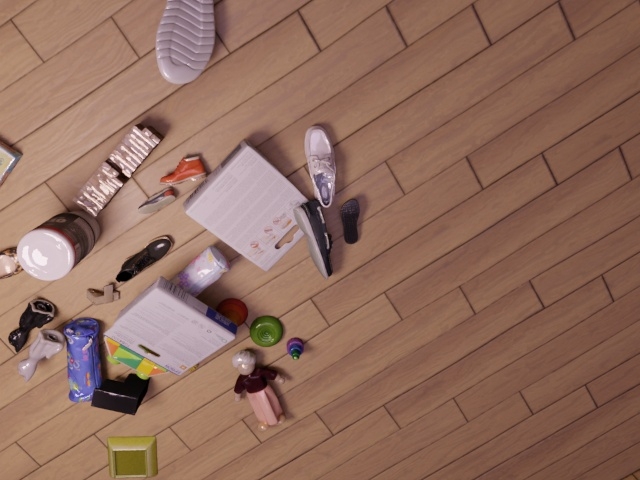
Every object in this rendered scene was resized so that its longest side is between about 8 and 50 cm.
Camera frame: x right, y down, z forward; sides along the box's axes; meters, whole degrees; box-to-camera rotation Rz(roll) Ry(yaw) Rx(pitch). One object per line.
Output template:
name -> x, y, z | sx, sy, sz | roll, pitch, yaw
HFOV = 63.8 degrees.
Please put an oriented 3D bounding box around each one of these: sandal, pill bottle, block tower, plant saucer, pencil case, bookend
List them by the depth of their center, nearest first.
sandal -> -0.402, -0.677, 1.557 | 0.169, 0.102, 0.417 | 8, 94, -24
pill bottle -> -0.811, 0.003, 1.620 | 0.161, 0.283, 0.161 | -2, 107, -5
block tower -> -0.653, -0.234, 1.666 | 0.091, 0.097, 0.335 | 41, 97, -16
pencil case -> -0.441, 0.137, 1.787 | 0.273, 0.124, 0.113 | -40, 106, 6
sandal -> 0.105, -0.071, 1.831 | 0.067, 0.040, 0.179 | -2, 122, 0
pencil case -> -0.841, 0.431, 1.833 | 0.119, 0.133, 0.306 | -13, 115, -44
bookend -> -0.724, 0.547, 1.871 | 0.157, 0.156, 0.072 | 14, 105, -7
plant saucer -> -0.744, 0.865, 2.022 | 0.188, 0.045, 0.189 | 1, 107, -7

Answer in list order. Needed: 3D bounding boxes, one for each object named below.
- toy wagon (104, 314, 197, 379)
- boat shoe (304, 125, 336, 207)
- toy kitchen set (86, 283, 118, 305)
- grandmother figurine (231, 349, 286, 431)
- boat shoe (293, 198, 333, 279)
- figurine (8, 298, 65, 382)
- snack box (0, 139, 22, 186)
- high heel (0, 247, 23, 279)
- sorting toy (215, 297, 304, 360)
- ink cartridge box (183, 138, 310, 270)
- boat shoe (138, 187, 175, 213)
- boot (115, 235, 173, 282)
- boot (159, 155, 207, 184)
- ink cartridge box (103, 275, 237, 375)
toy wagon -> -0.600, 0.387, 1.876 | 0.344, 0.068, 0.267 | 34, 101, -15
boat shoe -> 0.009, -0.246, 1.730 | 0.098, 0.096, 0.277 | -12, 108, -2
toy kitchen set -> -0.769, 0.177, 1.813 | 0.083, 0.075, 0.068 | -12, 118, -45
grandmother figurine -> -0.237, 0.559, 1.956 | 0.207, 0.104, 0.343 | -25, 111, -7
boat shoe -> 0.000, 0.000, 1.797 | 0.091, 0.114, 0.303 | -29, 124, -15
figurine -> -0.990, 0.350, 1.767 | 0.209, 0.215, 0.092 | -46, 149, 15
snack box -> -1.131, -0.203, 1.639 | 0.187, 0.060, 0.322 | 38, 100, -16
high heel -> -1.073, 0.105, 1.675 | 0.261, 0.186, 0.093 | -17, 108, -1
sorting toy -> -0.219, 0.346, 1.876 | 0.365, 0.126, 0.127 | 30, 102, -13
ink cartridge box -> -0.224, -0.111, 1.774 | 0.308, 0.091, 0.385 | -45, 123, 8
boat shoe -> -0.555, -0.134, 1.734 | 0.137, 0.049, 0.043 | -26, 66, 5
boot -> -0.595, 0.070, 1.742 | 0.197, 0.137, 0.077 | -36, 108, 5
boot -> -0.464, -0.231, 1.708 | 0.157, 0.059, 0.085 | -17, 105, -9
ink cartridge box -> -0.510, 0.303, 1.756 | 0.330, 0.071, 0.324 | -35, 120, 29
